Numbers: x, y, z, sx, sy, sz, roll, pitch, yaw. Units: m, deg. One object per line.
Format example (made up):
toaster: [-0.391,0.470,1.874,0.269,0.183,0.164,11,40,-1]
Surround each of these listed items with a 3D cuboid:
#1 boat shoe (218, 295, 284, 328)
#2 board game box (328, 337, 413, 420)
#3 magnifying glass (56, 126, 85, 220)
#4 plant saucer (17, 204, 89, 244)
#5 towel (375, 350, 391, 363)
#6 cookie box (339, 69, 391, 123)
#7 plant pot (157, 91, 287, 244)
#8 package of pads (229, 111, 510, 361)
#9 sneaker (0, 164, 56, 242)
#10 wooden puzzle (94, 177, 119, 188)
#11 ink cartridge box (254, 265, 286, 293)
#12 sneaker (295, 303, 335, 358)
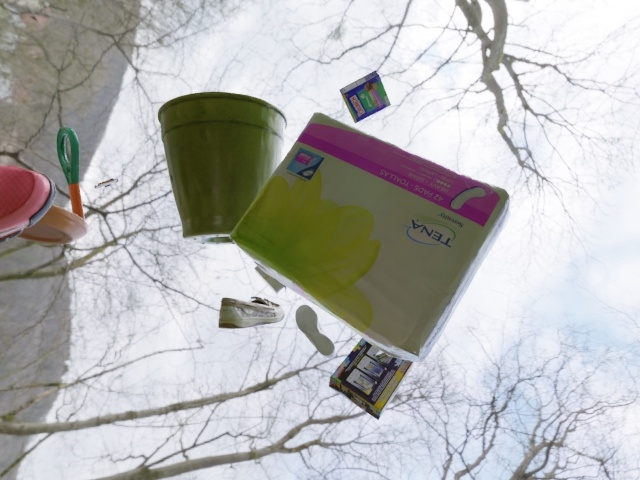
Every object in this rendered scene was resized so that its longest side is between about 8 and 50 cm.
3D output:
boat shoe: [-0.195,0.206,1.250,0.104,0.285,0.089,-5,-96,22]
board game box: [0.125,0.321,1.014,0.141,0.170,0.048,29,-45,24]
magnifying glass: [-0.599,-0.158,1.007,0.092,0.026,0.231,-12,-91,40]
plant saucer: [-0.604,-0.036,0.884,0.200,0.200,0.037,-16,-118,41]
towel: [0.180,0.187,0.868,0.023,0.113,0.152,43,-48,4]
cookie box: [0.116,-0.371,1.087,0.107,0.092,0.040,-25,-140,12]
plant pot: [-0.273,-0.172,1.196,0.366,0.366,0.353,-9,-100,43]
package of pads: [0.053,-0.011,0.543,0.296,0.101,0.229,29,-99,25]
sneaker: [-0.536,-0.071,0.556,0.136,0.313,0.116,107,-17,-64]
wooden puzzle: [-0.691,-0.185,1.351,0.116,0.078,0.014,-6,-74,54]
ink cartridge box: [-0.165,0.131,1.557,0.090,0.092,0.143,-43,-94,-13]
sneaker: [-0.019,0.321,1.446,0.080,0.094,0.212,-30,-122,-9]
